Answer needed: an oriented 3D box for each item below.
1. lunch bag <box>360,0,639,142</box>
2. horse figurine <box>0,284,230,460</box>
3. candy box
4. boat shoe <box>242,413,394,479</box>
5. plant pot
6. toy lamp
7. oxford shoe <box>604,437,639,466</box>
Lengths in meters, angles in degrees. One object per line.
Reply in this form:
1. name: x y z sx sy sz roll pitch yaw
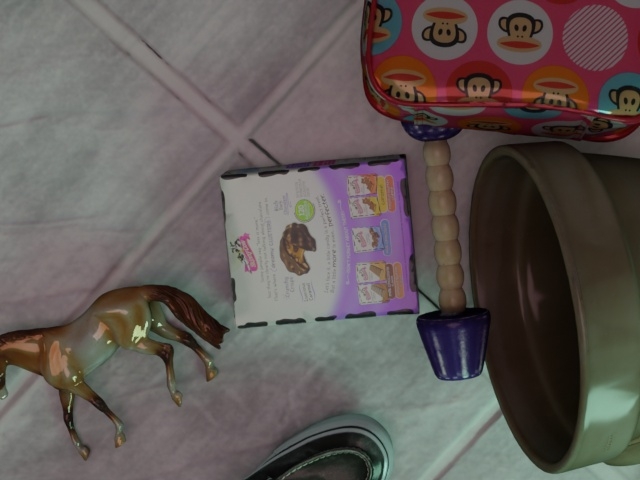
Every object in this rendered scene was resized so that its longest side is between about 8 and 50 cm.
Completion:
1. lunch bag: 0.187 -0.235 1.615 0.293 0.120 0.258 6 83 1
2. horse figurine: -0.226 0.123 1.808 0.263 0.066 0.174 -32 101 10
3. candy box: 0.000 0.000 1.770 0.196 0.070 0.165 -5 98 4
4. boat shoe: -0.060 0.314 1.788 0.335 0.119 0.121 -39 93 9
5. plant pot: 0.327 0.048 1.656 0.280 0.323 0.323 -8 98 -10
6. toy lamp: 0.128 0.005 1.713 0.080 0.080 0.274 -5 94 5
7. oxford shoe: 0.453 0.201 1.743 0.348 0.123 0.130 -12 102 7
